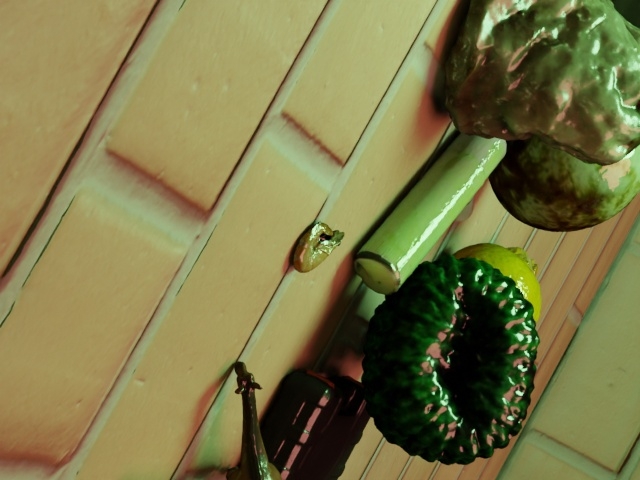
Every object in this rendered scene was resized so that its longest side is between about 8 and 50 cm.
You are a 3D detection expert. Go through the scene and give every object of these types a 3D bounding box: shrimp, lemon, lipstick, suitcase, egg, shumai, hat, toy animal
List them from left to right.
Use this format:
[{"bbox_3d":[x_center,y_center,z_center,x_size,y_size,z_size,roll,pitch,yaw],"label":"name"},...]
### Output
[{"bbox_3d":[-0.081,0.267,1.678,0.066,0.224,0.229,-10,166,-11],"label":"toy animal"},{"bbox_3d":[-0.018,0.279,1.928,0.206,0.066,0.285,-63,161,1],"label":"suitcase"},{"bbox_3d":[0.000,0.000,1.659,0.108,0.023,0.059,-40,143,-49],"label":"shrimp"},{"bbox_3d":[0.148,-0.046,1.901,0.304,0.076,0.076,-50,158,-35],"label":"lipstick"},{"bbox_3d":[0.163,0.167,1.957,0.274,0.242,0.332,-66,-173,-8],"label":"hat"},{"bbox_3d":[0.250,0.100,2.212,0.203,0.178,0.178,-46,159,-9],"label":"lemon"},{"bbox_3d":[0.356,-0.128,2.087,0.238,0.238,0.289,-52,-178,-28],"label":"egg"},{"bbox_3d":[0.331,-0.232,1.829,0.309,0.263,0.304,-54,162,-23],"label":"shumai"}]

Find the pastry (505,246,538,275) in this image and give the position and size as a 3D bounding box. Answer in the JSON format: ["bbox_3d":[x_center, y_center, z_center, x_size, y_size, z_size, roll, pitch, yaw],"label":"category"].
[{"bbox_3d":[0.297,0.085,2.421,0.154,0.102,0.250,-65,161,13],"label":"pastry"}]

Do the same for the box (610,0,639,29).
[{"bbox_3d":[0.487,-0.360,2.183,0.274,0.178,0.138,-15,130,-65],"label":"box"}]

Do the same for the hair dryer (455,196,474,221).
[{"bbox_3d":[0.170,-0.034,2.025,0.137,0.047,0.082,-48,158,-21],"label":"hair dryer"}]
